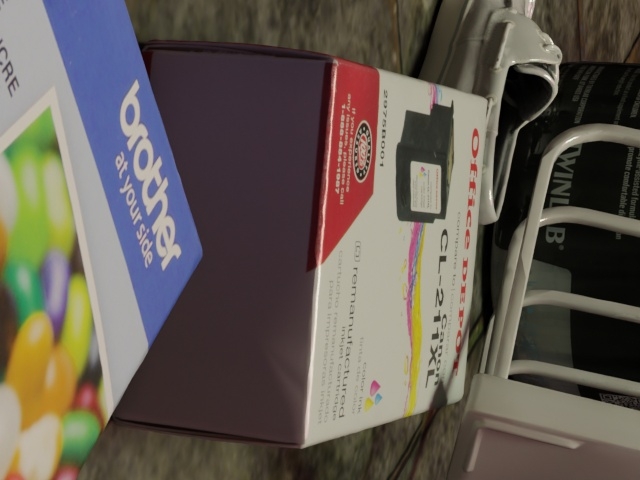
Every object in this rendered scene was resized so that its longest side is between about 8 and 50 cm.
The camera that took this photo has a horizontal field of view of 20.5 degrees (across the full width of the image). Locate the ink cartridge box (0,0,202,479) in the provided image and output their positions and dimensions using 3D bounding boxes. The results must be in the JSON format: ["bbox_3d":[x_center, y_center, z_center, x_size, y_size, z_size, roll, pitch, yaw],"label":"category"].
[{"bbox_3d":[-0.108,0.005,0.391,0.311,0.065,0.186,-66,152,-43],"label":"ink cartridge box"}]

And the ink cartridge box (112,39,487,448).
[{"bbox_3d":[0.000,0.000,0.641,0.175,0.072,0.127,-1,96,-68],"label":"ink cartridge box"}]

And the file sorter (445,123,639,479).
[{"bbox_3d":[0.156,0.103,0.809,0.278,0.192,0.173,97,8,-54],"label":"file sorter"}]

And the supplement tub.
[{"bbox_3d":[0.281,0.008,0.994,0.207,0.338,0.207,6,90,-69],"label":"supplement tub"}]

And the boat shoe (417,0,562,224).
[{"bbox_3d":[0.083,-0.075,0.845,0.184,0.063,0.066,-62,149,-44],"label":"boat shoe"}]
